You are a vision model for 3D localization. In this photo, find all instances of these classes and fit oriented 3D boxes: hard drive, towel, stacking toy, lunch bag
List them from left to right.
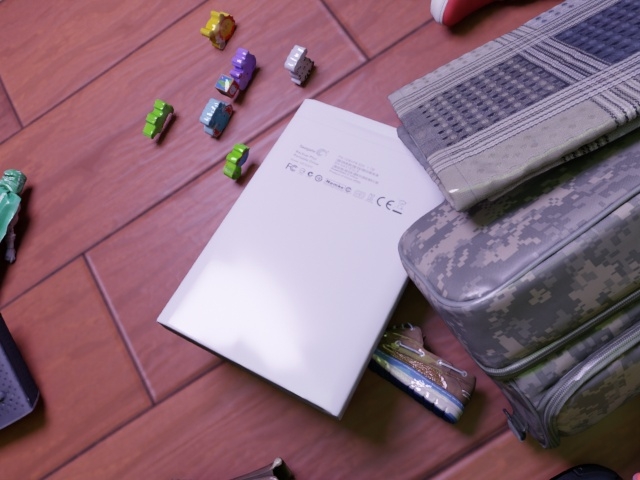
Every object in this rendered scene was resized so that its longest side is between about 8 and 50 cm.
[{"bbox_3d":[-0.517,0.199,0.752,0.255,0.054,0.172,-24,94,7],"label":"hard drive"},{"bbox_3d":[-0.132,-0.210,0.800,0.167,0.052,0.221,29,86,19],"label":"stacking toy"},{"bbox_3d":[0.000,0.000,0.673,0.233,0.047,0.353,23,67,17],"label":"hard drive"},{"bbox_3d":[0.242,-0.164,0.595,0.324,0.056,0.312,-25,31,10],"label":"towel"},{"bbox_3d":[0.275,0.041,0.562,0.305,0.212,0.256,-35,112,3],"label":"lunch bag"}]

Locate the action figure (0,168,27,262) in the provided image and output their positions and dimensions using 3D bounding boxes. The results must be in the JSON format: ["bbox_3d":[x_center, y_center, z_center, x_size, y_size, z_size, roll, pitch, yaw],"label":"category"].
[{"bbox_3d":[-0.497,0.001,0.818,0.137,0.063,0.232,25,87,19],"label":"action figure"}]

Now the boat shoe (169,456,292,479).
[{"bbox_3d":[-0.060,0.303,0.645,0.258,0.095,0.095,7,55,15],"label":"boat shoe"}]

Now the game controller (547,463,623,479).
[{"bbox_3d":[0.210,0.375,0.580,0.319,0.067,0.166,-32,86,4],"label":"game controller"}]

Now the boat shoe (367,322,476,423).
[{"bbox_3d":[0.097,0.135,0.659,0.183,0.066,0.066,35,70,18],"label":"boat shoe"}]

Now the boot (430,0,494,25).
[{"bbox_3d":[0.279,-0.337,0.721,0.244,0.088,0.176,-42,73,-4],"label":"boot"}]

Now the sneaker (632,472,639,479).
[{"bbox_3d":[0.219,0.343,0.498,0.350,0.131,0.148,-51,29,22],"label":"sneaker"}]
